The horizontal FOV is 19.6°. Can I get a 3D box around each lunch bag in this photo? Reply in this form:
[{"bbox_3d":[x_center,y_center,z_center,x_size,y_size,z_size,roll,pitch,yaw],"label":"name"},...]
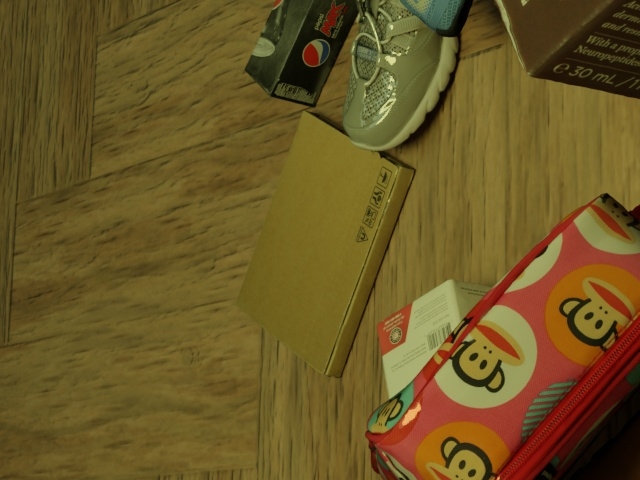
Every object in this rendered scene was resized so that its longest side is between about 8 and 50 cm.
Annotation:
[{"bbox_3d":[0.150,0.080,1.235,0.120,0.293,0.258,41,84,10],"label":"lunch bag"}]

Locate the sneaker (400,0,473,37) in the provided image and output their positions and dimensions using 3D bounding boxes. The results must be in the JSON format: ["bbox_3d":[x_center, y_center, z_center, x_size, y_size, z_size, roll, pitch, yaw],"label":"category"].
[{"bbox_3d":[0.189,-0.274,1.429,0.330,0.130,0.147,-34,94,28],"label":"sneaker"}]

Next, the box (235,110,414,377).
[{"bbox_3d":[0.000,0.000,1.678,0.164,0.021,0.201,35,110,51],"label":"box"}]

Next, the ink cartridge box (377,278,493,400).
[{"bbox_3d":[0.104,0.114,1.483,0.099,0.056,0.135,-34,55,44],"label":"ink cartridge box"}]

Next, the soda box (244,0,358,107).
[{"bbox_3d":[-0.005,-0.212,1.710,0.060,0.053,0.169,48,119,47],"label":"soda box"}]

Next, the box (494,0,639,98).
[{"bbox_3d":[0.294,-0.244,1.152,0.381,0.191,0.143,-45,50,40],"label":"box"}]

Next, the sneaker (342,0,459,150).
[{"bbox_3d":[0.055,-0.217,1.578,0.105,0.115,0.281,17,95,53],"label":"sneaker"}]

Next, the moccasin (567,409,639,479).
[{"bbox_3d":[0.248,0.194,1.206,0.380,0.139,0.147,-56,42,32],"label":"moccasin"}]
